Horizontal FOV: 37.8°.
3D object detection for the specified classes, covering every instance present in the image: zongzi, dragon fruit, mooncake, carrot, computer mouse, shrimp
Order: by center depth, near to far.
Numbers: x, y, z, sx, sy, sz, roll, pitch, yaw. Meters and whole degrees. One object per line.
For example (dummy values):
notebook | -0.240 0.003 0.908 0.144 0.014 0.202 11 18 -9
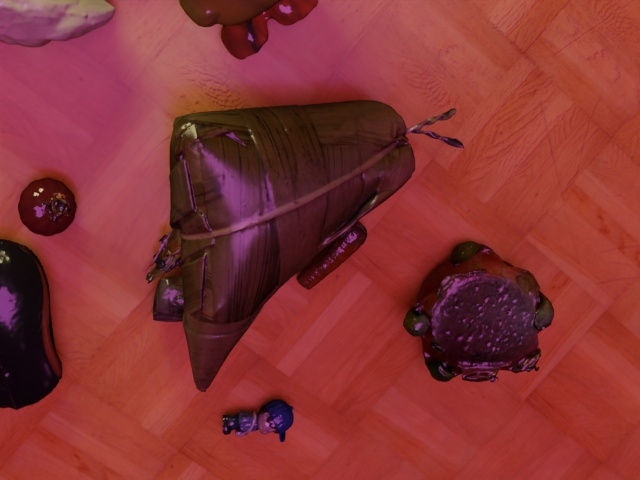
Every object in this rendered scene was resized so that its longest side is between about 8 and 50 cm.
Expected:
zongzi | -0.008 -0.005 1.615 0.500 0.218 0.467 -8 108 -19
computer mouse | -0.558 0.156 1.640 0.183 0.116 0.323 -5 109 -3
mooncake | -0.236 0.107 1.678 0.125 0.130 0.073 7 74 -11
shrimp | -0.180 -0.007 1.690 0.169 0.058 0.296 42 92 -21
carrot | 0.021 0.027 1.737 0.055 0.055 0.161 42 98 -19
dragon fruit | 0.293 0.144 1.779 0.295 0.130 0.268 7 106 -12

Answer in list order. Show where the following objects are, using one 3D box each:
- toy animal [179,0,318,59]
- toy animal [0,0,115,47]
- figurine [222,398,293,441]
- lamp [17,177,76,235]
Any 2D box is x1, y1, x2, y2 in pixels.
toy animal | -0.145 -0.449 1.447 0.216 0.338 0.191 -32 67 7
toy animal | -0.504 -0.378 1.470 0.308 0.266 0.188 -2 132 -53
figurine | -0.120 0.343 1.809 0.136 0.077 0.079 6 72 3
lamp | -0.467 -0.057 1.603 0.101 0.090 0.101 -9 103 -44
